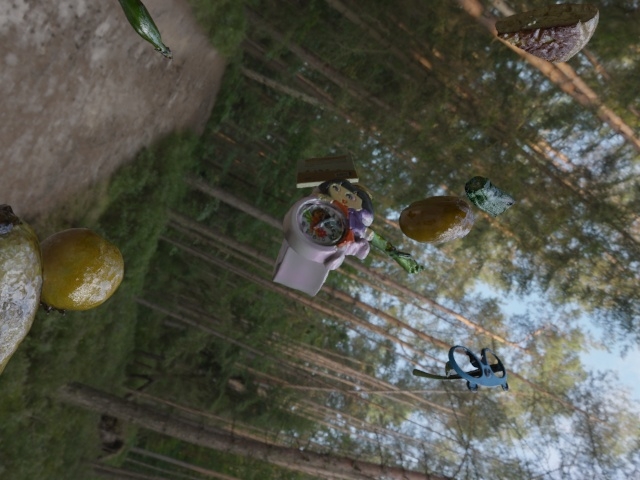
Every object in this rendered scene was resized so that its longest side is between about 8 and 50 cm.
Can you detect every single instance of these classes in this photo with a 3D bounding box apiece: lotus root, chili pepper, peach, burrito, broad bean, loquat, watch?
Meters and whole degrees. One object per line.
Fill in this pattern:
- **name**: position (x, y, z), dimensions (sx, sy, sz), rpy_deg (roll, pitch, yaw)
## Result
- **lotus root**: position (-0.348, 0.083, 0.451), dimensions (0.258, 0.110, 0.097), rpy_deg (-60, 161, 2)
- **chili pepper**: position (0.521, -0.135, 1.442), dimensions (0.098, 0.224, 0.061), rpy_deg (-29, -126, 35)
- **peach**: position (0.386, -0.070, 1.572), dimensions (0.251, 0.251, 0.153), rpy_deg (-179, -103, -68)
- **burrito**: position (0.263, 0.038, 1.687), dimensions (0.054, 0.288, 0.104), rpy_deg (-53, -169, -4)
- **broad bean**: position (-0.397, -0.527, 0.980), dimensions (0.049, 0.292, 0.144), rpy_deg (-23, 176, 11)
- **loquat**: position (-0.653, 0.087, 1.247), dimensions (0.244, 0.244, 0.244), rpy_deg (-50, -158, 29)
- **watch**: position (0.000, 0.000, 1.065), dimensions (0.231, 0.196, 0.244), rpy_deg (120, -11, -53)

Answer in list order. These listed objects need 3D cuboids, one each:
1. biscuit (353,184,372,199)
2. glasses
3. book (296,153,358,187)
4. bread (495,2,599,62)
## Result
- **biscuit**: position (0.136, -0.158, 1.581), dimensions (0.023, 0.084, 0.084), rpy_deg (-57, -162, -12)
- **glasses**: position (0.353, 0.319, 1.207), dimensions (0.207, 0.239, 0.102), rpy_deg (-2, -102, 47)
- **book**: position (0.019, -0.252, 1.659), dimensions (0.295, 0.208, 0.020), rpy_deg (-92, 176, -64)
- **bread**: position (0.377, -0.338, 0.737), dimensions (0.136, 0.154, 0.054), rpy_deg (-164, -96, -70)
